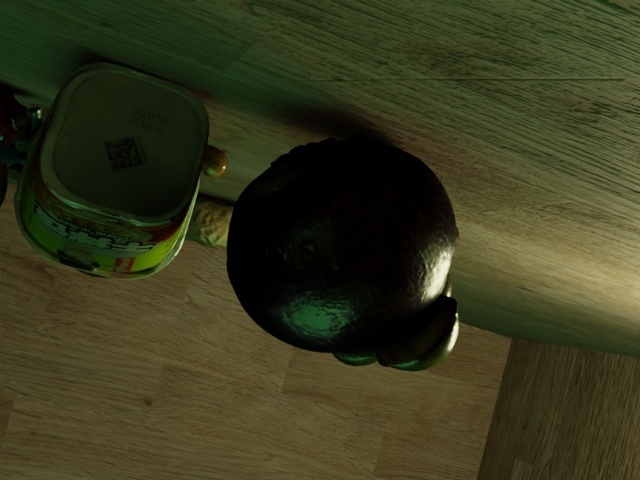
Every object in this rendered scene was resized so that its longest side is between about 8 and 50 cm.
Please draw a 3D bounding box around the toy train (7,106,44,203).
[{"bbox_3d":[-0.443,-0.116,1.579,0.305,0.221,0.150,18,-148,32],"label":"toy train"}]

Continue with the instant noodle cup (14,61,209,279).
[{"bbox_3d":[-0.290,-0.098,1.249,0.294,0.293,0.308,17,166,-14],"label":"instant noodle cup"}]

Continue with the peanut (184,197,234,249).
[{"bbox_3d":[-0.311,-0.055,2.164,0.299,0.120,0.136,12,149,35],"label":"peanut"}]

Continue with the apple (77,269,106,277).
[{"bbox_3d":[-0.460,-0.037,1.970,0.234,0.256,0.257,-32,153,17],"label":"apple"}]

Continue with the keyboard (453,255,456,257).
[{"bbox_3d":[0.205,0.009,1.942,0.198,0.010,0.064,19,171,-26],"label":"keyboard"}]

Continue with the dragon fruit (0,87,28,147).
[{"bbox_3d":[-0.616,-0.222,1.496,0.246,0.125,0.125,20,178,20],"label":"dragon fruit"}]

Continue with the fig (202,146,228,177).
[{"bbox_3d":[-0.193,-0.143,1.499,0.050,0.050,0.083,8,152,49],"label":"fig"}]

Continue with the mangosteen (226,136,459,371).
[{"bbox_3d":[0.032,0.019,1.154,0.330,0.329,0.330,16,173,2],"label":"mangosteen"}]

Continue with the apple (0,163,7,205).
[{"bbox_3d":[-0.867,-0.126,1.947,0.339,0.338,0.305,16,173,-5],"label":"apple"}]

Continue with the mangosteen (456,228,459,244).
[{"bbox_3d":[0.202,-0.006,1.548,0.081,0.080,0.081,16,173,2],"label":"mangosteen"}]

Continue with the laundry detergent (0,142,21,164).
[{"bbox_3d":[-0.635,-0.193,1.674,0.144,0.094,0.290,12,-178,21],"label":"laundry detergent"}]
